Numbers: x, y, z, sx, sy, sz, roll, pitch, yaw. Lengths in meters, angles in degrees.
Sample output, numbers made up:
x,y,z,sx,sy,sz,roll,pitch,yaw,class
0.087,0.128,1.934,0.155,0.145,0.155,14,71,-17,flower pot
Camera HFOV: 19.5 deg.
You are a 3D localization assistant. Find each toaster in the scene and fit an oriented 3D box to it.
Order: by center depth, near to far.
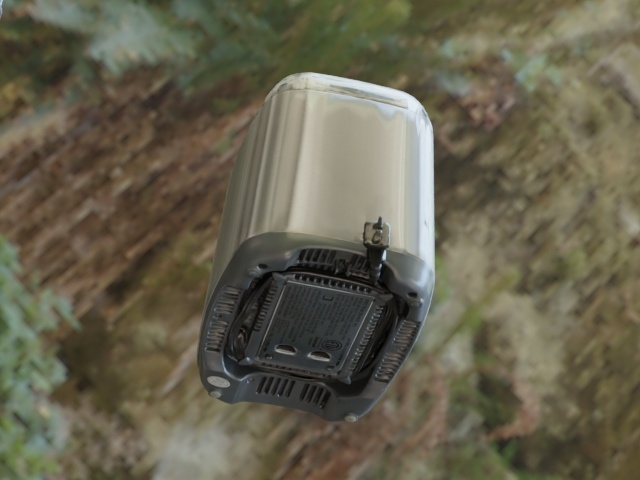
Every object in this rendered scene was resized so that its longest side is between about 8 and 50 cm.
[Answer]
x,y,z,sx,sy,sz,roll,pitch,yaw,class
0.000,0.000,1.141,0.129,0.146,0.227,10,-35,-7,toaster

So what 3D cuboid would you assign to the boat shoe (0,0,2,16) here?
x,y,z,sx,sy,sz,roll,pitch,yaw,class
-0.272,-0.123,1.285,0.083,0.065,0.183,12,-39,-16,boat shoe
